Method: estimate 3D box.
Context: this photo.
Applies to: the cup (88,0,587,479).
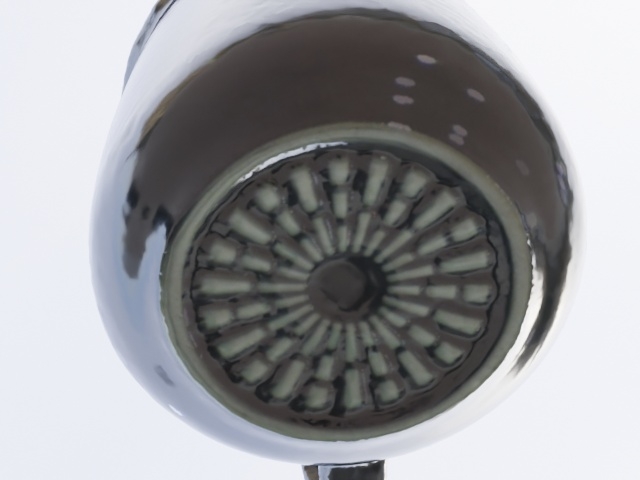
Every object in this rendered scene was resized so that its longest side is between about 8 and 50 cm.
[{"bbox_3d":[0.000,0.000,0.673,0.169,0.223,0.176,-4,-150,-7],"label":"cup"}]
